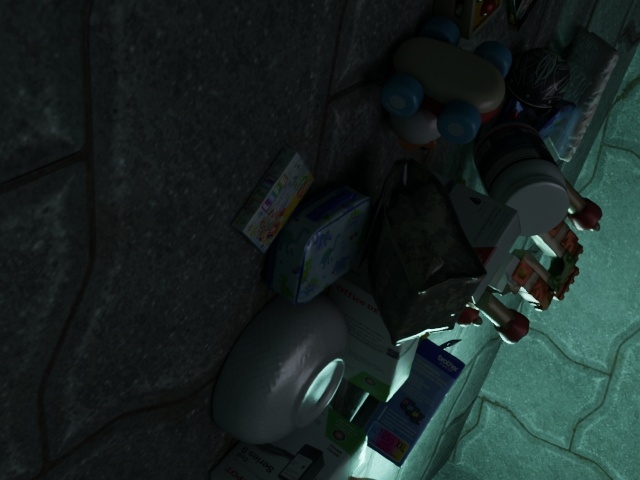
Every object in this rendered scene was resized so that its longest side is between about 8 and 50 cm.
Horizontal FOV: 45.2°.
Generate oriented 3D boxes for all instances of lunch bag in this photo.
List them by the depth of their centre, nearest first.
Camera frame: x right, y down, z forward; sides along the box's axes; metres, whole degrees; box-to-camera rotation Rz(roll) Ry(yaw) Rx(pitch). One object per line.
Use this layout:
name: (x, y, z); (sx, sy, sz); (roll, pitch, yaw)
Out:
lunch bag: (0.000, 0.000, 1.389); (0.219, 0.090, 0.176); (-35, 147, -44)
lunch bag: (0.169, 0.015, 1.478); (0.168, 0.287, 0.235); (-12, 152, -15)
lunch bag: (0.565, -0.285, 2.173); (0.221, 0.138, 0.293); (-23, 146, -58)

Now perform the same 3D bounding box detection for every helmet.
helmet: (0.545, -0.402, 1.935); (0.169, 0.169, 0.161); (-56, 172, -10)

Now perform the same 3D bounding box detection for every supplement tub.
supplement tub: (0.507, -0.159, 1.956); (0.272, 0.191, 0.191); (-98, -167, -50)

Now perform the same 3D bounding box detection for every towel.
towel: (0.761, -0.439, 2.277); (0.317, 0.053, 0.332); (-81, -174, -61)

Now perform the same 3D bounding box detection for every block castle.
block castle: (0.543, 0.048, 2.110); (0.213, 0.303, 0.453); (40, 79, -24)

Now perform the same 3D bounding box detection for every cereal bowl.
cereal bowl: (-0.052, 0.262, 1.524); (0.339, 0.141, 0.339); (-45, 151, -33)

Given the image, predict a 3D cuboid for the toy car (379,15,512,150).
toy car: (0.213, -0.244, 1.432); (0.219, 0.210, 0.238); (-59, 172, -33)

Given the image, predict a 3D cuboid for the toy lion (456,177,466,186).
toy lion: (0.368, -0.117, 2.071); (0.096, 0.034, 0.100); (-64, 158, -11)

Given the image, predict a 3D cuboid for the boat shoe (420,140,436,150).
boat shoe: (0.223, -0.214, 1.642); (0.152, 0.049, 0.056); (-11, 126, -60)

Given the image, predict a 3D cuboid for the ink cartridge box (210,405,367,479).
ink cartridge box: (-0.066, 0.488, 1.658); (0.289, 0.211, 0.122); (-42, 151, -36)

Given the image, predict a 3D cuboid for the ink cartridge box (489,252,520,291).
ink cartridge box: (0.391, 0.054, 1.789); (0.090, 0.143, 0.092); (-62, 156, 4)

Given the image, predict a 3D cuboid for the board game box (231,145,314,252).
board game box: (-0.075, -0.064, 1.246); (0.154, 0.026, 0.103); (-57, 156, -9)

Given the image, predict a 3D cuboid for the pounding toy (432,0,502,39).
pounding toy: (0.308, -0.473, 1.462); (0.206, 0.094, 0.181); (-46, 153, -29)

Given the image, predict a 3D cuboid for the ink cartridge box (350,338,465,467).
ink cartridge box: (0.253, 0.424, 2.190); (0.396, 0.151, 0.270); (-56, 180, -10)

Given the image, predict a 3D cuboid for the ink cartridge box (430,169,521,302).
ink cartridge box: (0.265, -0.022, 1.671); (0.197, 0.272, 0.114); (-56, 152, -10)

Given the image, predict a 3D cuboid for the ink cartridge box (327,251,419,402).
ink cartridge box: (0.114, 0.191, 1.696); (0.114, 0.198, 0.273); (-37, 148, -43)

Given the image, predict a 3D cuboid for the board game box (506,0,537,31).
board game box: (0.505, -0.624, 1.770); (0.260, 0.030, 0.136); (-58, 154, -6)

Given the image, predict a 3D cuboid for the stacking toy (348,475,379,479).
stacking toy: (0.023, 0.756, 2.143); (0.351, 0.350, 0.480); (-52, 136, -18)

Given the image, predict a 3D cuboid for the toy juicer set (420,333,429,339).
toy juicer set: (0.227, 0.250, 2.156); (0.209, 0.089, 0.329); (-60, 180, -44)
